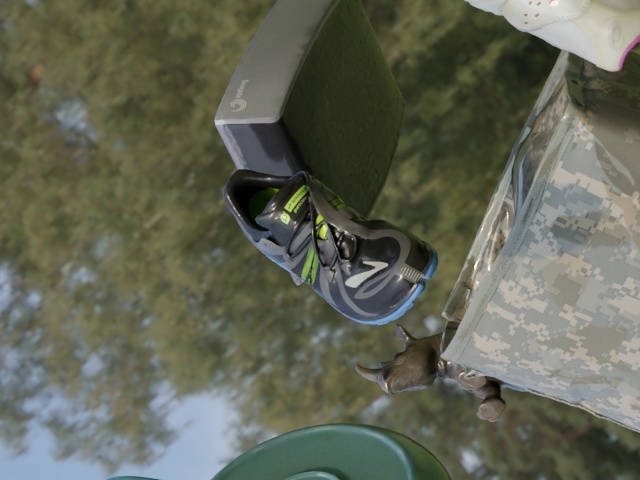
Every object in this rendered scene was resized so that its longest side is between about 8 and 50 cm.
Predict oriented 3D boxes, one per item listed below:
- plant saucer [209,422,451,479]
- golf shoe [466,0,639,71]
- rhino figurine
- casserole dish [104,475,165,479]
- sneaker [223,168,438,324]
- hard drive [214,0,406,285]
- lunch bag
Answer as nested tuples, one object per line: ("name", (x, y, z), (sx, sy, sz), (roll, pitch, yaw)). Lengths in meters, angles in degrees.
("plant saucer", (-0.015, 0.291, 1.644), (0.318, 0.317, 0.044), (-88, -18, -60))
("golf shoe", (0.183, -0.195, 1.120), (0.140, 0.115, 0.306), (38, -154, -1))
("rhino figurine", (0.153, 0.114, 1.453), (0.106, 0.243, 0.073), (-80, -18, -57))
("casserole dish", (-0.128, 0.258, 1.383), (0.188, 0.114, 0.037), (15, -129, -21))
("sneaker", (0.000, 0.000, 1.020), (0.188, 0.067, 0.078), (26, 171, 45))
("hard drive", (0.002, -0.101, 1.247), (0.172, 0.054, 0.255), (64, -152, -27))
("lunch bag", (0.244, 0.017, 1.212), (0.235, 0.287, 0.169), (20, -147, -3))
